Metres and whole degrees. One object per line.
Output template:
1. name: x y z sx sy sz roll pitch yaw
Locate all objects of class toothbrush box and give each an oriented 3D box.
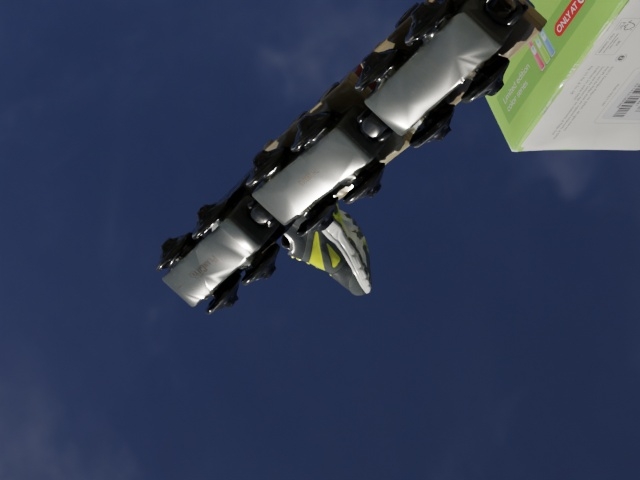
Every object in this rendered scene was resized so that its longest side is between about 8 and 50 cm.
1. toothbrush box: 0.166 -0.229 1.207 0.122 0.206 0.283 -3 -125 -31

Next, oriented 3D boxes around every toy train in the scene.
1. toy train: 0.006 -0.025 0.462 0.158 0.027 0.036 -39 -170 50

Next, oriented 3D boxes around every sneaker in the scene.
1. sneaker: 0.000 0.000 0.946 0.035 0.083 0.031 -20 -139 15
